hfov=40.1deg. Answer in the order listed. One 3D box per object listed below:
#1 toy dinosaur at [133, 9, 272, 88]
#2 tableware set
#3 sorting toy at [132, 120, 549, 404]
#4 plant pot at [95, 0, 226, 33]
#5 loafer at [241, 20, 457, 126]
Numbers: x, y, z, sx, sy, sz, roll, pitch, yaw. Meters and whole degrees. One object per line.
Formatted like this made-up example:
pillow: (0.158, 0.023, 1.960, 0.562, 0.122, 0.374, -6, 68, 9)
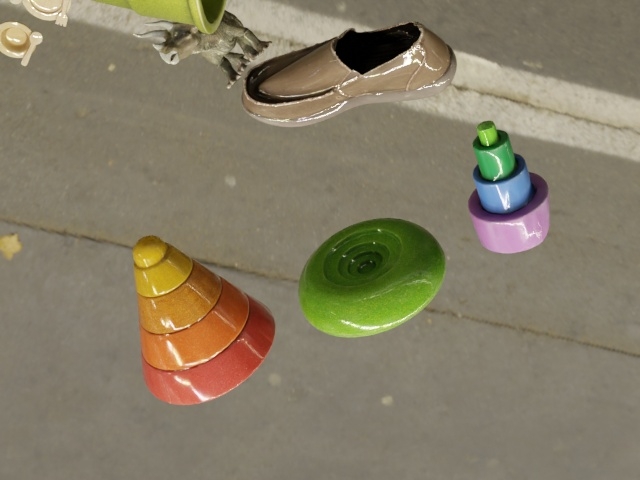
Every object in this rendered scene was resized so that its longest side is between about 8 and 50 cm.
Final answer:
toy dinosaur: (-0.171, -0.335, 1.404, 0.160, 0.313, 0.121, 43, 106, -14)
tableware set: (-0.420, -0.312, 1.151, 0.169, 0.020, 0.141, 27, 124, -28)
sorting toy: (0.000, 0.000, 0.694, 0.365, 0.127, 0.126, -22, 125, 5)
plant pot: (-0.263, -0.394, 0.814, 0.353, 0.366, 0.366, 5, 116, 0)
loafer: (0.029, -0.289, 1.418, 0.366, 0.134, 0.130, -10, 148, 18)
